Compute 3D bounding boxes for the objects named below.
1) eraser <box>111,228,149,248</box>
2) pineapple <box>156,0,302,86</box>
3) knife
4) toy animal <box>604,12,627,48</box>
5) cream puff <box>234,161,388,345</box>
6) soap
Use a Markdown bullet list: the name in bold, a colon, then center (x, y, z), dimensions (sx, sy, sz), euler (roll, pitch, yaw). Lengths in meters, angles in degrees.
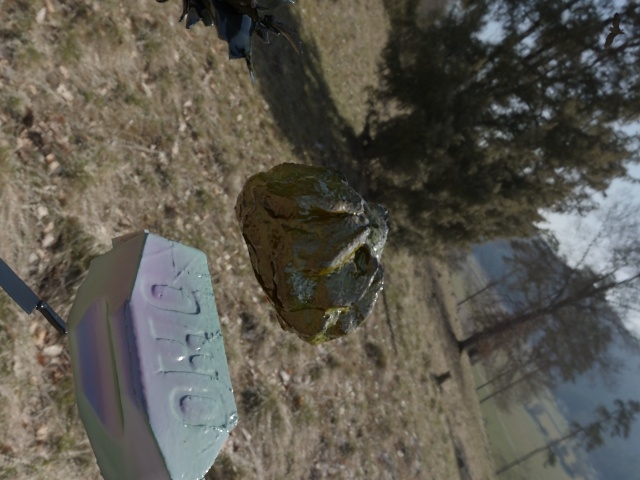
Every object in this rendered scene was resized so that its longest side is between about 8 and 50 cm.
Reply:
- **eraser**: center (-0.388, 0.004, 1.284), dimensions (0.019, 0.083, 0.038), euler (-6, 82, -72)
- **pineapple**: center (-0.162, -0.348, 0.765), dimensions (0.364, 0.166, 0.165), euler (38, 11, 9)
- **knife**: center (-0.622, 0.123, 1.324), dimensions (0.245, 0.019, 0.072), euler (55, 10, -24)
- **toy animal**: center (0.712, -0.500, 1.502), dimensions (0.050, 0.084, 0.028), euler (25, 30, 33)
- **cream puff**: center (-0.014, 0.009, 0.805), dimensions (0.196, 0.244, 0.244), euler (-9, 58, -31)
- **soap**: center (-0.288, 0.219, 1.097), dimensions (0.261, 0.156, 0.447), euler (26, 44, -57)
